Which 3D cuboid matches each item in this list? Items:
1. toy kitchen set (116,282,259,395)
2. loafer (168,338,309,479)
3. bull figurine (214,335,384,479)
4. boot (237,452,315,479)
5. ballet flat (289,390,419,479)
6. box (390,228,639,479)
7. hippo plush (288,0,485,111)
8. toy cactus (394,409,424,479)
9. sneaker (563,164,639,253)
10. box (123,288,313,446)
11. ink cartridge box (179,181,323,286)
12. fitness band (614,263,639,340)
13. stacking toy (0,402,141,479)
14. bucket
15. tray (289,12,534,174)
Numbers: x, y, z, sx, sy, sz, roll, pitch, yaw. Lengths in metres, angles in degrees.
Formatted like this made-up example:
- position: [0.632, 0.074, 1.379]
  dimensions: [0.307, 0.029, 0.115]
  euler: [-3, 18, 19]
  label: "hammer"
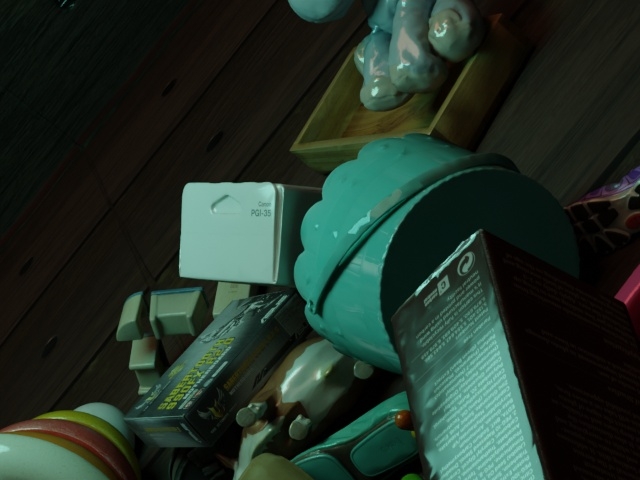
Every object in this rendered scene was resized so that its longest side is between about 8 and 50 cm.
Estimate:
- position: [-0.187, 0.134, 2.386]
  dimensions: [0.207, 0.166, 0.122]
  euler: [-5, 40, 11]
  label: "toy kitchen set"
- position: [-0.093, 0.238, 2.016]
  dimensions: [0.267, 0.096, 0.084]
  euler: [-46, 29, 10]
  label: "loafer"
- position: [-0.017, 0.188, 1.875]
  dimensions: [0.310, 0.101, 0.188]
  euler: [-50, -5, -7]
  label: "bull figurine"
- position: [-0.032, 0.366, 1.653]
  dimensions: [0.269, 0.089, 0.236]
  euler: [16, 70, 56]
  label: "boot"
- position: [0.046, 0.242, 1.780]
  dimensions: [0.247, 0.083, 0.087]
  euler: [-35, 4, 35]
  label: "ballet flat"
- position: [0.196, 0.190, 1.317]
  dimensions: [0.143, 0.191, 0.381]
  euler: [-48, 32, 28]
  label: "box"
- position: [0.092, -0.345, 2.134]
  dimensions: [0.294, 0.236, 0.234]
  euler: [-51, 22, 3]
  label: "hippo plush"
- position: [0.150, 0.235, 1.563]
  dimensions: [0.219, 0.112, 0.180]
  euler: [-26, 43, 32]
  label: "toy cactus"
- position: [0.327, -0.040, 1.679]
  dimensions: [0.170, 0.068, 0.071]
  euler: [-23, 20, 35]
  label: "sneaker"
- position: [-0.124, 0.162, 2.001]
  dimensions: [0.231, 0.056, 0.183]
  euler: [-47, 18, -26]
  label: "box"
- position: [0.000, 0.000, 1.881]
  dimensions: [0.207, 0.283, 0.117]
  euler: [2, 88, 52]
  label: "ink cartridge box"
- position: [0.347, 0.069, 1.469]
  dimensions: [0.291, 0.054, 0.209]
  euler: [-52, 22, -1]
  label: "fitness band"
- position: [-0.353, 0.343, 2.181]
  dimensions: [0.350, 0.350, 0.480]
  euler: [-44, 7, 20]
  label: "stacking toy"
- position: [0.129, 0.026, 1.691]
  dimensions: [0.281, 0.281, 0.183]
  euler: [-55, 26, -6]
  label: "bucket"
- position: [0.122, -0.201, 2.270]
  dimensions: [0.203, 0.076, 0.411]
  euler: [-59, 23, -15]
  label: "tray"
